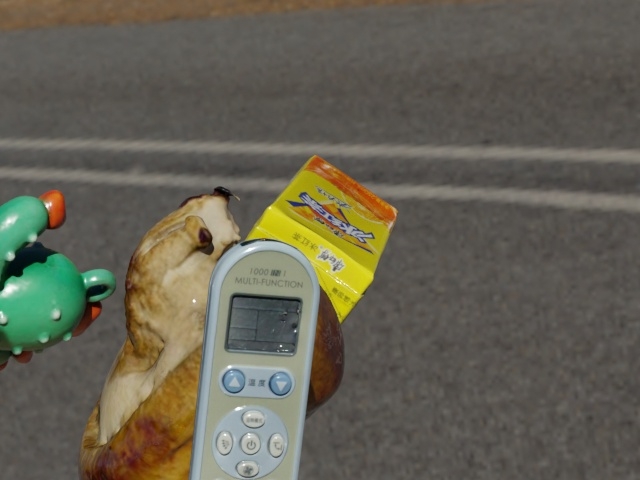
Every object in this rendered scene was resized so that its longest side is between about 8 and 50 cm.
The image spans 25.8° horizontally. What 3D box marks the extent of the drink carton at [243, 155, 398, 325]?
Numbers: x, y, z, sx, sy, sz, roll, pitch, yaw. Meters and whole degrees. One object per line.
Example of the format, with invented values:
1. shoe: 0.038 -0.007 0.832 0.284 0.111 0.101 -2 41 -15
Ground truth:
1. drink carton: 0.000 0.000 1.795 0.154 0.111 0.351 34 15 -1

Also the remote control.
1. remote control: -0.053 0.117 1.095 0.087 0.244 0.047 6 11 -10

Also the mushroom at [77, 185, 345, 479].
1. mushroom: -0.138 0.120 1.449 0.345 0.259 0.345 -42 17 17

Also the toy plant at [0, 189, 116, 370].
1. toy plant: -0.430 0.069 1.604 0.400 0.279 0.185 -1 24 -23
